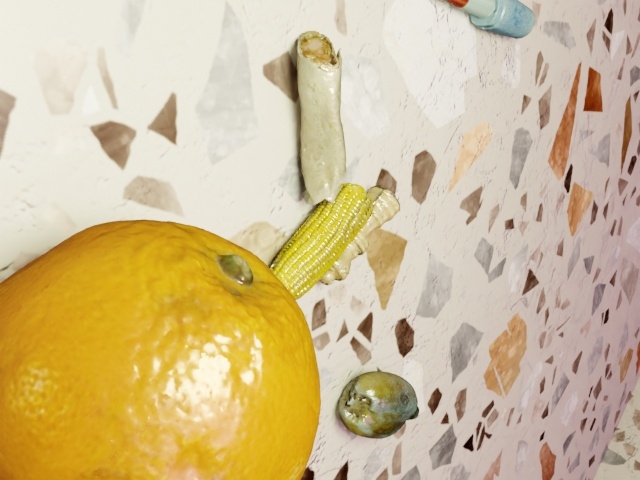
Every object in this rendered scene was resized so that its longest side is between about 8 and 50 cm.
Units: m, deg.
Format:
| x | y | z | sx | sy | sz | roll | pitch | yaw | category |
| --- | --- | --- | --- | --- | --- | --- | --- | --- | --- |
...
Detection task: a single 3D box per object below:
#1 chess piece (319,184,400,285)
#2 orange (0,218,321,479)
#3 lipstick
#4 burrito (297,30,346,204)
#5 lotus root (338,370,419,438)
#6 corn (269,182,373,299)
| x | y | z | sx | sy | sz | roll | pitch | yaw | category |
| --- | --- | --- | --- | --- | --- | --- | --- | --- | --- |
| 0.052 | -0.003 | 0.913 | 0.172 | 0.060 | 0.060 | -52 | 134 | -23 | chess piece |
| -0.150 | 0.130 | 0.544 | 0.312 | 0.312 | 0.313 | -17 | 113 | -44 | orange |
| 0.278 | -0.396 | 1.035 | 0.274 | 0.061 | 0.068 | -5 | 107 | -47 | lipstick |
| 0.001 | -0.153 | 0.801 | 0.060 | 0.087 | 0.226 | -5 | 113 | -7 | burrito |
| 0.107 | 0.278 | 1.034 | 0.192 | 0.088 | 0.113 | 21 | 102 | -49 | lotus root |
| 0.000 | 0.000 | 0.844 | 0.203 | 0.072 | 0.072 | -51 | 133 | -24 | corn |
